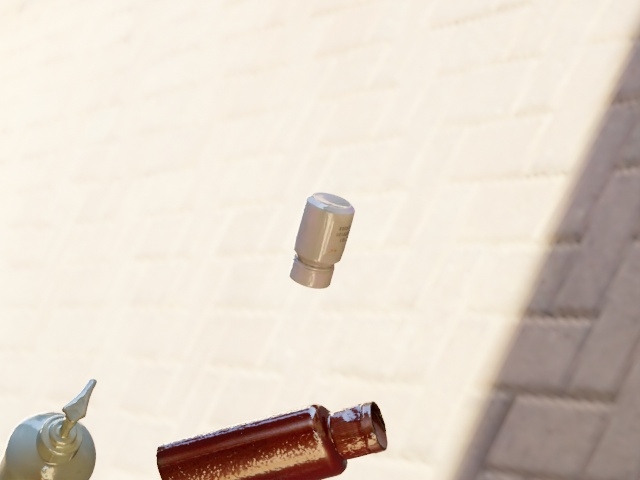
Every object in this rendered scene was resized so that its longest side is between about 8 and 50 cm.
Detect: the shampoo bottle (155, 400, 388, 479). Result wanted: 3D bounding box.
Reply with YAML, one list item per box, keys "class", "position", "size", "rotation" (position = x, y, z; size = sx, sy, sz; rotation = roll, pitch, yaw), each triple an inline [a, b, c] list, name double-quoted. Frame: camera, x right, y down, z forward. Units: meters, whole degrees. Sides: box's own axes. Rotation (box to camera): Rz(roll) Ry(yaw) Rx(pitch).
- class: "shampoo bottle"
  position: [-0.052, 0.245, 2.167]
  size: [0.260, 0.102, 0.064]
  rotation: [-16, 35, 15]

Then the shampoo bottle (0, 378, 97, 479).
- class: "shampoo bottle"
  position: [-0.165, 0.135, 1.115]
  size: [0.195, 0.056, 0.056]
  rotation: [125, 164, -60]

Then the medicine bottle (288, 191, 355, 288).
- class: "medicine bottle"
  position: [0.000, 0.000, 1.887]
  size: [0.052, 0.052, 0.089]
  rotation: [-114, 37, -66]
